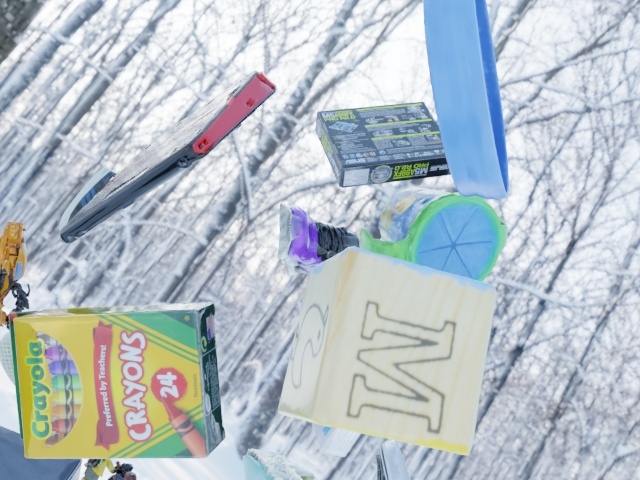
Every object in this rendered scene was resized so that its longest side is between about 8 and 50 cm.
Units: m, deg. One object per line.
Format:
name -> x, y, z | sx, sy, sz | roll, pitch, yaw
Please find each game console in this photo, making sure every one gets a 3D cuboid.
game console -> -0.268, -0.151, 1.315 | 0.386, 0.342, 0.060 | -27, -68, 33

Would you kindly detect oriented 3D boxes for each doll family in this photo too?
doll family -> -0.423, 0.471, 1.468 | 0.193, 0.111, 0.076 | 40, 15, 25

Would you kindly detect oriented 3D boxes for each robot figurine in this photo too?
robot figurine -> -0.840, 0.093, 1.825 | 0.211, 0.291, 0.085 | 5, -5, -12

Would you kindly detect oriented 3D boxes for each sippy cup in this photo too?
sippy cup -> 0.251, -0.017, 1.643 | 0.305, 0.240, 0.224 | 30, 3, -30

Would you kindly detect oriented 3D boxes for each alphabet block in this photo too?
alphabet block -> 0.076, 0.137, 0.880 | 0.193, 0.197, 0.192 | 15, -14, -11

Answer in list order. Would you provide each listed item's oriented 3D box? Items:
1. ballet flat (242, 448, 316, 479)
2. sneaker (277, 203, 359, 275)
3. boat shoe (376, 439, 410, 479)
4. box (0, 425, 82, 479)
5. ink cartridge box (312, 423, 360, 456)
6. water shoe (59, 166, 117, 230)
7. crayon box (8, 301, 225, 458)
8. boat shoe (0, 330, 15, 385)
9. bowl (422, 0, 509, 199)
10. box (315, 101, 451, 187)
ballet flat -> -0.049, 0.551, 1.529 | 0.147, 0.147, 0.409 | 41, -8, -22
sneaker -> 0.000, -0.001, 1.348 | 0.146, 0.102, 0.293 | 1, -12, 2
boat shoe -> 0.143, 0.599, 1.544 | 0.119, 0.335, 0.121 | -13, -29, 13
box -> -0.735, 0.580, 1.601 | 0.343, 0.179, 0.312 | 21, -57, 2
ink cartridge box -> 0.061, 0.243, 1.484 | 0.066, 0.296, 0.261 | 17, 27, -24
water shoe -> -0.581, -0.094, 1.843 | 0.080, 0.203, 0.073 | 36, -15, -10
crayon box -> -0.303, 0.196, 1.013 | 0.319, 0.202, 0.081 | -4, 3, 11
boat shoe -> -0.714, 0.419, 2.128 | 0.500, 0.187, 0.156 | 39, 21, -17
bowl -> 0.232, -0.254, 1.138 | 0.077, 0.391, 0.391 | -7, -30, 18
box -> 0.145, -0.223, 1.651 | 0.060, 0.270, 0.216 | 96, -20, -44
